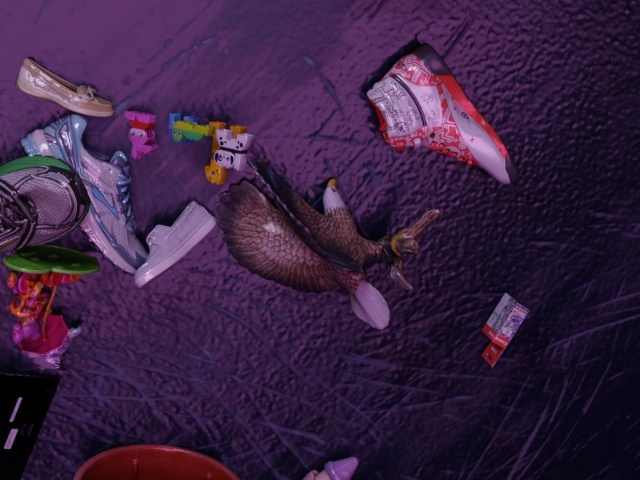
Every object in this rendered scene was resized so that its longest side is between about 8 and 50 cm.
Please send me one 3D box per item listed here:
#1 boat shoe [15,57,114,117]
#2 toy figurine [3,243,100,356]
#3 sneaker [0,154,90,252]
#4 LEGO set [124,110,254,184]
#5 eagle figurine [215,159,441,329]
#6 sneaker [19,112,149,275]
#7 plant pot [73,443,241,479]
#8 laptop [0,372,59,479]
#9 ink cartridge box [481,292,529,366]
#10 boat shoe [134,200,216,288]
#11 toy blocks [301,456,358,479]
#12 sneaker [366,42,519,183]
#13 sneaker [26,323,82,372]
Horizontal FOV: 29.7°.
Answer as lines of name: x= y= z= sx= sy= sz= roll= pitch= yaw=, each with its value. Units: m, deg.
boat shoe: x=-0.382 y=-0.228 z=1.826 sx=0.153 sy=0.056 sz=0.048 roll=20 pitch=103 yaw=-5
toy figurine: x=-0.428 y=0.102 z=1.839 sx=0.130 sy=0.173 sz=0.159 roll=19 pitch=103 yaw=21
sneaker: x=-0.492 y=-0.019 z=1.754 sx=0.343 sy=0.146 sz=0.134 roll=-18 pitch=108 yaw=15
LEGO set: x=-0.185 y=-0.135 z=1.829 sx=0.227 sy=0.087 sz=0.093 roll=14 pitch=105 yaw=29
eagle figurine: x=-0.002 y=-0.008 z=1.873 sx=0.298 sy=0.225 sz=0.226 roll=8 pitch=117 yaw=-21
sneaker: x=-0.329 y=-0.069 z=1.845 sx=0.122 sy=0.110 sz=0.283 roll=-37 pitch=106 yaw=-3
plant pot: x=-0.270 y=0.510 z=1.923 sx=0.272 sy=0.272 sz=0.265 roll=6 pitch=110 yaw=-10
laptop: x=-0.590 y=0.284 z=1.911 sx=0.264 sy=0.136 sz=0.234 roll=13 pitch=104 yaw=-48
ink cartridge box: x=0.299 y=0.149 z=2.015 sx=0.029 sy=0.063 sz=0.115 roll=30 pitch=97 yaw=-15
boat shoe: x=-0.234 y=0.002 z=1.860 sx=0.063 sy=0.066 sz=0.184 roll=48 pitch=56 yaw=-5
toy blocks: x=0.095 y=0.521 z=1.955 sx=0.260 sy=0.288 sz=0.309 roll=-39 pitch=103 yaw=7
sneaker: x=0.188 y=-0.166 z=1.912 sx=0.145 sy=0.090 sz=0.270 roll=-38 pitch=102 yaw=2
sneaker: x=-0.414 y=0.179 z=1.928 sx=0.098 sy=0.038 sz=0.069 roll=-25 pitch=107 yaw=7
